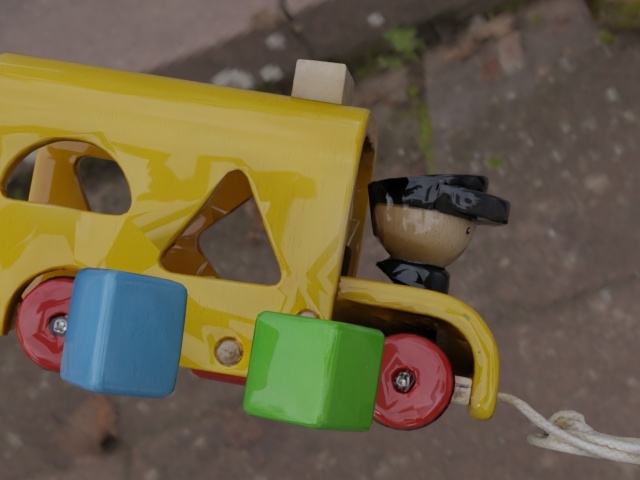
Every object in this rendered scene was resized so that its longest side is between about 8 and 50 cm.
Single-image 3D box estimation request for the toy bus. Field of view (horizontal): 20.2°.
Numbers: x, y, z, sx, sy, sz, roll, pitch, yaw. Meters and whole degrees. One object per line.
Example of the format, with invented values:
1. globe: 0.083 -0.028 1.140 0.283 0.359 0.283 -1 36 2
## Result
1. toy bus: -0.012 -0.002 0.551 0.191 0.202 0.104 7 87 49
